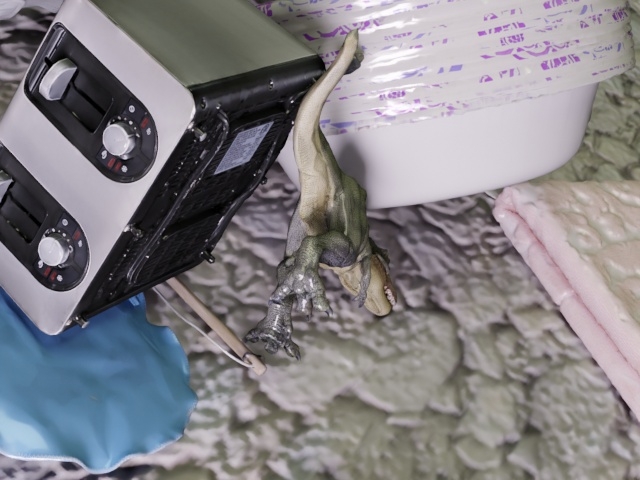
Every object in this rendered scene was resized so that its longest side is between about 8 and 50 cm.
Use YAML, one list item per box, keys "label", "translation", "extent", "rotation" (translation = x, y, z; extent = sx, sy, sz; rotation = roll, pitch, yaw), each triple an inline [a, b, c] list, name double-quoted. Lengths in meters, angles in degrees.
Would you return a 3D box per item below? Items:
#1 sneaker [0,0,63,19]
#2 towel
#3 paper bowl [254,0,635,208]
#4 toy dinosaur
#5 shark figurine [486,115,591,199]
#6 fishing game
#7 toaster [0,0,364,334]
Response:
- label: "sneaker"
  translation: [-0.194, -0.185, 0.908]
  extent: [0.365, 0.210, 0.137]
  rotation: [-29, 58, -11]
- label: "towel"
  translation: [0.334, 0.065, 1.020]
  extent: [0.331, 0.053, 0.317]
  rotation: [0, 45, -36]
- label: "paper bowl"
  translation: [0.072, -0.110, 0.906]
  extent: [0.284, 0.148, 0.284]
  rotation: [-10, 9, 2]
- label: "toy dinosaur"
  translation: [0.000, 0.000, 0.770]
  extent: [0.064, 0.268, 0.118]
  rotation: [16, 66, 14]
- label: "shark figurine"
  translation: [0.185, -0.128, 1.107]
  extent: [0.278, 0.116, 0.166]
  rotation: [-11, 52, -39]
- label: "fishing game"
  translation: [-0.156, 0.057, 0.713]
  extent: [0.189, 0.041, 0.264]
  rotation: [41, 28, 13]
- label: "toaster"
  translation: [-0.093, -0.057, 0.733]
  extent: [0.110, 0.168, 0.185]
  rotation: [42, 28, 11]
